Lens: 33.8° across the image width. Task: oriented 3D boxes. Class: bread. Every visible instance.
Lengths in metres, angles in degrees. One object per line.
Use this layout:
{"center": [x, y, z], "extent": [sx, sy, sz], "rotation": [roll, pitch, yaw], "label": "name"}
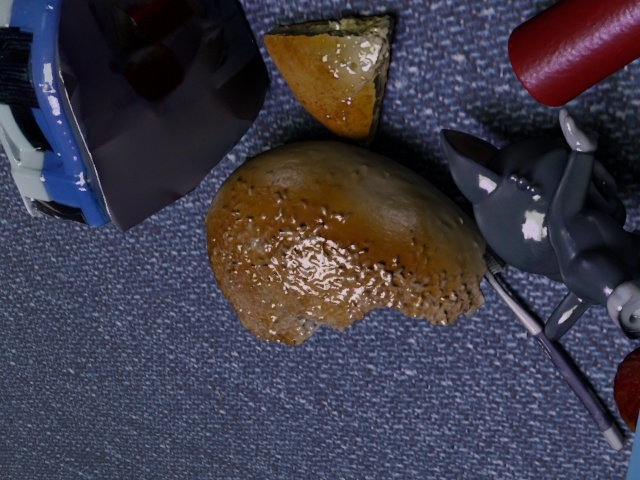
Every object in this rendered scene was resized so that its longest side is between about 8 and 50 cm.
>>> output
{"center": [0.001, -0.003, 1.064], "extent": [0.314, 0.171, 0.192], "rotation": [4, 140, 33], "label": "bread"}
{"center": [0.001, -0.170, 1.019], "extent": [0.136, 0.054, 0.154], "rotation": [31, 137, 16], "label": "bread"}

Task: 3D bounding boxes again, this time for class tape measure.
{"center": [-0.202, -0.174, 1.009], "extent": [0.138, 0.259, 0.262], "rotation": [2, 126, 36], "label": "tape measure"}

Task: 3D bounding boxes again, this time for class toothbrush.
{"center": [0.241, 0.111, 1.107], "extent": [0.026, 0.024, 0.288], "rotation": [-29, 105, 33], "label": "toothbrush"}

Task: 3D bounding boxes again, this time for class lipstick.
{"center": [0.248, -0.183, 0.796], "extent": [0.080, 0.080, 0.241], "rotation": [50, 139, -10], "label": "lipstick"}

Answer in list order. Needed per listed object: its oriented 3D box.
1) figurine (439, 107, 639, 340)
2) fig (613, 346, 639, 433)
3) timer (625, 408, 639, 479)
{"center": [0.219, 0.005, 0.893], "extent": [0.193, 0.265, 0.140], "rotation": [34, 121, -32], "label": "figurine"}
{"center": [0.361, 0.150, 1.009], "extent": [0.153, 0.119, 0.119], "rotation": [11, 154, -34], "label": "fig"}
{"center": [0.372, 0.118, 0.875], "extent": [0.091, 0.231, 0.250], "rotation": [-129, 27, -57], "label": "timer"}
